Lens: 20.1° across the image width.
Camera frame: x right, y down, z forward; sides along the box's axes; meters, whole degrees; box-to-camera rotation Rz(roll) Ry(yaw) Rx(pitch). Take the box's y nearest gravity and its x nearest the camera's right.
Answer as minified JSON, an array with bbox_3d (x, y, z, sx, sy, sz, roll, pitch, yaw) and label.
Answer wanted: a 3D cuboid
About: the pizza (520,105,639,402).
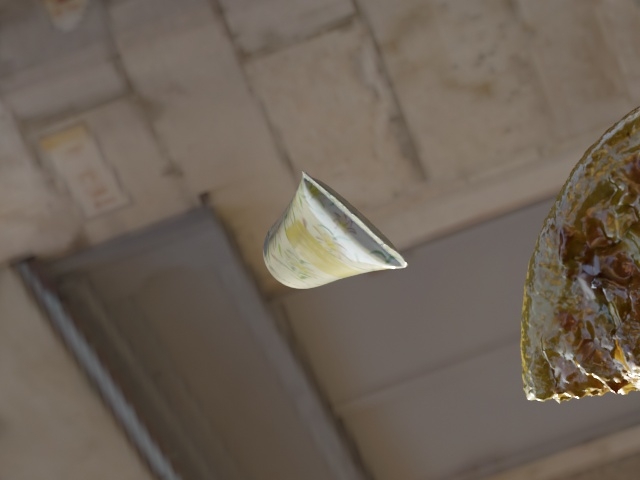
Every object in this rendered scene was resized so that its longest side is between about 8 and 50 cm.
[{"bbox_3d":[0.257,0.007,1.496,0.087,0.268,0.258,-10,-89,-45],"label":"pizza"}]

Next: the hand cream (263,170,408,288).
[{"bbox_3d":[0.000,0.000,0.940,0.067,0.042,0.194,46,170,-2],"label":"hand cream"}]
